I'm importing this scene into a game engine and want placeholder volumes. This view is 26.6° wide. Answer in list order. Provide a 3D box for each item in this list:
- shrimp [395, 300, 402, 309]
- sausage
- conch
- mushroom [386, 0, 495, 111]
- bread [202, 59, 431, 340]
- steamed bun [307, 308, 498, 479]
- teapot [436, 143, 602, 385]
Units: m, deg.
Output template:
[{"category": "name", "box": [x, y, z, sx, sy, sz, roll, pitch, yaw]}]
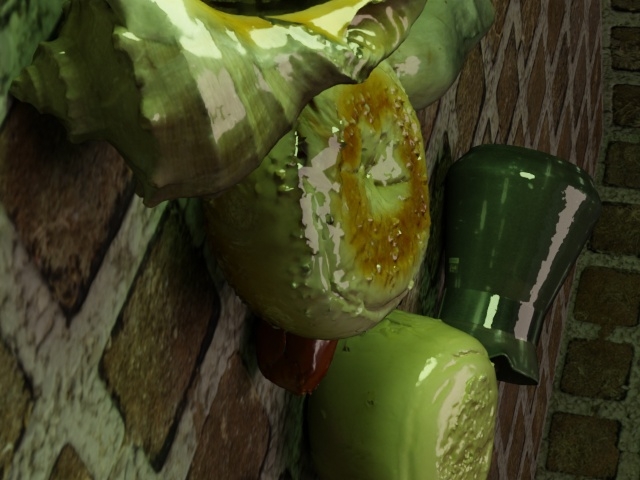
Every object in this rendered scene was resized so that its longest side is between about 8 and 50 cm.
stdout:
[{"category": "shrimp", "box": [0.080, 0.209, 1.807, 0.287, 0.068, 0.185, 73, 26, -53]}, {"category": "sausage", "box": [0.000, 0.000, 1.436, 0.102, 0.102, 0.330, 58, 43, -63]}, {"category": "conch", "box": [-0.077, -0.176, 0.969, 0.324, 0.186, 0.263, -30, 129, -38]}, {"category": "mushroom", "box": [0.104, -0.247, 1.635, 0.177, 0.126, 0.397, 65, 31, -25]}, {"category": "bread", "box": [-0.009, -0.052, 1.260, 0.305, 0.158, 0.306, -2, 90, -65]}, {"category": "steamed bun", "box": [0.078, 0.222, 1.583, 0.166, 0.232, 0.273, -11, 113, -46]}, {"category": "teapot", "box": [0.283, 0.042, 2.175, 0.300, 0.253, 0.344, 156, -47, -73]}]
